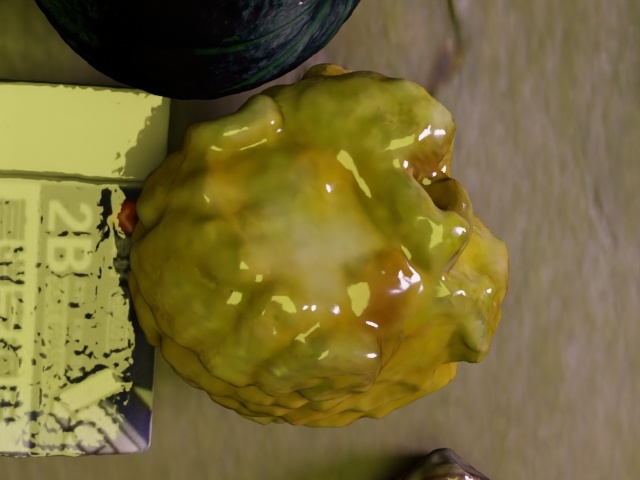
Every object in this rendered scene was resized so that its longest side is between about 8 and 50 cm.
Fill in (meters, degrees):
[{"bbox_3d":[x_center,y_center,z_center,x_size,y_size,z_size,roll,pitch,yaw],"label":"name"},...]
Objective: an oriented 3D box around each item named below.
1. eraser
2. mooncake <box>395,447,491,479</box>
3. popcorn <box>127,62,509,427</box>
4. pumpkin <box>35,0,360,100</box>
[{"bbox_3d":[-0.153,0.014,0.827,0.124,0.068,0.210,2,99,-13],"label":"eraser"},{"bbox_3d":[0.078,0.209,0.921,0.130,0.073,0.125,42,89,-16],"label":"mooncake"},{"bbox_3d":[0.000,0.000,0.806,0.226,0.200,0.203,3,73,-18],"label":"popcorn"},{"bbox_3d":[-0.073,-0.205,0.737,0.248,0.248,0.248,-3,100,-14],"label":"pumpkin"}]
